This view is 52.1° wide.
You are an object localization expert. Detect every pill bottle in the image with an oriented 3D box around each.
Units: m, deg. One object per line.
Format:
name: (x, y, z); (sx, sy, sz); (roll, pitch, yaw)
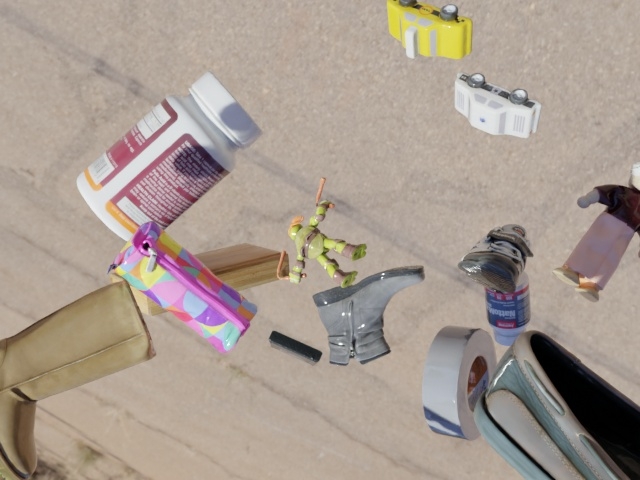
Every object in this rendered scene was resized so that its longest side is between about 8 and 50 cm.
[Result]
pill bottle: (0.463, 0.166, 1.616); (0.108, 0.108, 0.180); (2, 120, 28)
pill bottle: (-0.338, -0.190, 1.505); (0.224, 0.392, 0.224); (49, -178, -2)

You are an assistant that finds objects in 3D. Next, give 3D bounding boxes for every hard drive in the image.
hard drive: (-0.046, 0.194, 1.168); (0.094, 0.022, 0.135); (24, 167, 3)

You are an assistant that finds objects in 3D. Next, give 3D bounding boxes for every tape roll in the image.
tape roll: (0.281, 0.281, 1.300); (0.072, 0.219, 0.219); (2, 136, 35)

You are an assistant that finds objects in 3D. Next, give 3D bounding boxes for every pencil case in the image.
pencil case: (-0.206, 0.072, 0.998); (0.236, 0.104, 0.104); (41, 140, -22)

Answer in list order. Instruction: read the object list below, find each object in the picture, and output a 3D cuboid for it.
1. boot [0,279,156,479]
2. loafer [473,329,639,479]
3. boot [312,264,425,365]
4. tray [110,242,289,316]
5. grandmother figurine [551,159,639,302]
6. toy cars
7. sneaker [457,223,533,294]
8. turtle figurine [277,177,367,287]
boot: (-0.377, 0.215, 0.983); (0.089, 0.270, 0.236); (35, 144, 63)
loafer: (0.216, 0.156, 0.413); (0.267, 0.096, 0.084); (34, 123, 38)
boot: (0.155, 0.205, 1.773); (0.338, 0.118, 0.222); (-21, 84, 26)
tray: (-0.303, 0.088, 1.692); (0.203, 0.411, 0.076); (12, 110, 47)
grandmother figurine: (0.653, -0.042, 1.446); (0.208, 0.342, 0.104); (37, 178, -18)
toy cars: (0.267, -0.331, 1.293); (0.393, 0.087, 0.176); (45, 159, -11)
sneaker: (0.365, 0.024, 1.340); (0.122, 0.146, 0.330); (30, -178, 11)
turtle figurine: (0.000, 0.000, 1.522); (0.217, 0.269, 0.087); (30, -173, 32)
